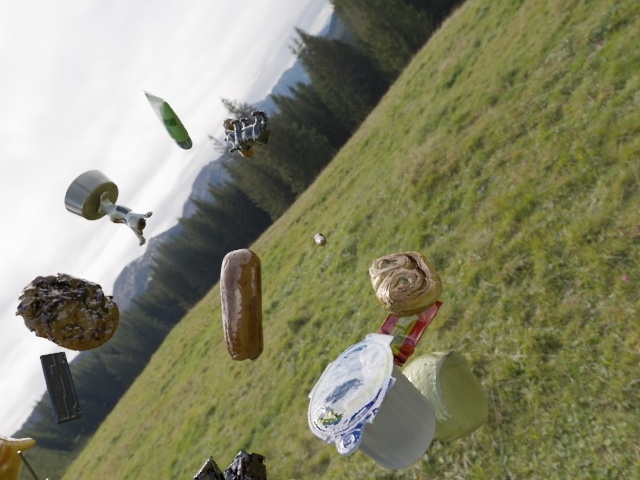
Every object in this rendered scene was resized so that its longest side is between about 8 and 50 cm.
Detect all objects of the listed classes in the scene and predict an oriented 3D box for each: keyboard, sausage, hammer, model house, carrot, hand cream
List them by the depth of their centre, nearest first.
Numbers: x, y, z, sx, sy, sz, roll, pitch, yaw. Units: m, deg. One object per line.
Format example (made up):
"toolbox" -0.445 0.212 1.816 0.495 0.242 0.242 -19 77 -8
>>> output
"keyboard" -0.543 0.304 0.879 0.010 0.155 0.053 -42 -26 24
"hammer" -0.625 0.502 0.910 0.019 0.110 0.035 -13 15 28
"sausage" -0.188 0.155 1.011 0.109 0.109 0.270 -123 32 -76
"model house" -0.232 0.646 1.101 0.141 0.203 0.164 -12 62 55
"hand cream" -0.394 -0.310 1.101 0.046 0.095 0.175 -49 -32 -16
"carrot" 0.000 0.000 1.599 0.048 0.048 0.139 -54 6 3

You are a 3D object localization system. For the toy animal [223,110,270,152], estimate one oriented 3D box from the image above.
"toy animal" -0.151 -0.210 0.833 0.136 0.065 0.047 -5 16 38

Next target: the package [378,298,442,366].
"package" 0.405 0.389 1.980 0.123 0.196 0.423 -25 -39 -57

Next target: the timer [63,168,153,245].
"timer" -0.693 -0.101 1.422 0.175 0.266 0.175 -58 -6 -9

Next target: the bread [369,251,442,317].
"bread" 0.258 0.128 1.273 0.198 0.120 0.236 -15 34 -1

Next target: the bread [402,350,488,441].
"bread" 0.431 0.552 1.503 0.237 0.320 0.320 -49 13 40

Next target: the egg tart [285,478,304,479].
"egg tart" -0.033 0.877 1.190 0.169 0.388 0.388 -34 9 -11

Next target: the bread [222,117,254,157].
"bread" -0.264 -0.329 1.358 0.052 0.157 0.044 27 70 37

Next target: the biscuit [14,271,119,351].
"biscuit" -0.883 0.240 1.501 0.081 0.334 0.289 -41 34 29

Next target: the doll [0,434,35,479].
"doll" -0.814 0.590 0.973 0.162 0.167 0.269 2 59 53

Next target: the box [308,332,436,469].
"box" 0.133 0.383 0.920 0.262 0.206 0.291 -42 17 16
